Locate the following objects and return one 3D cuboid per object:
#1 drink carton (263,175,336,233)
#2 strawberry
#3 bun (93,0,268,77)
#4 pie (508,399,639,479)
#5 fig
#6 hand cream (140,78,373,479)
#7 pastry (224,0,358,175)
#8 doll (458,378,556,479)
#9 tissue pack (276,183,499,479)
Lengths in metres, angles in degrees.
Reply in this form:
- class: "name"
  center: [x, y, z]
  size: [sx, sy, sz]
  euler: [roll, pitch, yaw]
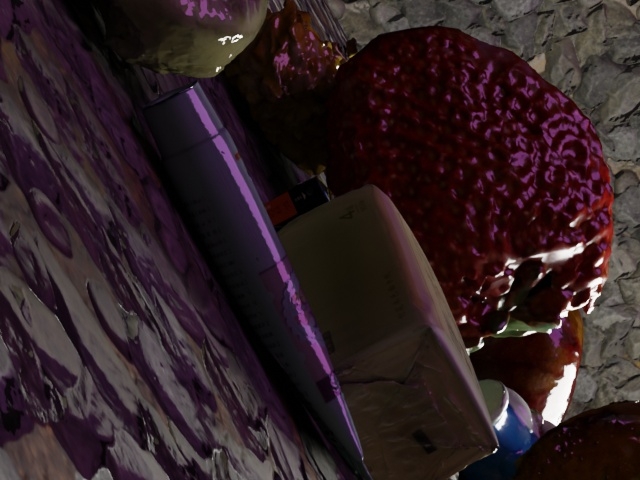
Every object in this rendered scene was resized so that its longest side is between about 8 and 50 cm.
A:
- class: "drink carton"
  center: [0.000, 0.000, 1.819]
  size: [0.056, 0.071, 0.165]
  euler: [63, 6, 27]
- class: "strawberry"
  center: [0.139, -0.055, 2.013]
  size: [0.267, 0.312, 0.351]
  euler: [155, -86, -79]
- class: "bun"
  center: [-0.135, -0.223, 1.523]
  size: [0.237, 0.116, 0.210]
  euler: [0, 65, -55]
- class: "pie"
  center: [0.271, 0.280, 1.943]
  size: [0.308, 0.308, 0.085]
  euler: [55, 3, -46]
- class: "fig"
  center: [0.203, 0.138, 2.245]
  size: [0.235, 0.214, 0.235]
  euler: [-173, -90, -70]
- class: "hand cream"
  center: [-0.046, 0.037, 1.485]
  size: [0.331, 0.058, 0.085]
  euler: [66, -13, -10]
- class: "pastry"
  center: [-0.017, -0.162, 2.087]
  size: [0.250, 0.102, 0.154]
  euler: [41, 36, -55]
- class: "doll"
  center: [0.203, 0.230, 2.072]
  size: [0.257, 0.161, 0.215]
  euler: [55, -7, -35]
- class: "tissue pack"
  center: [0.053, 0.086, 1.669]
  size: [0.159, 0.125, 0.234]
  euler: [59, 7, -34]
